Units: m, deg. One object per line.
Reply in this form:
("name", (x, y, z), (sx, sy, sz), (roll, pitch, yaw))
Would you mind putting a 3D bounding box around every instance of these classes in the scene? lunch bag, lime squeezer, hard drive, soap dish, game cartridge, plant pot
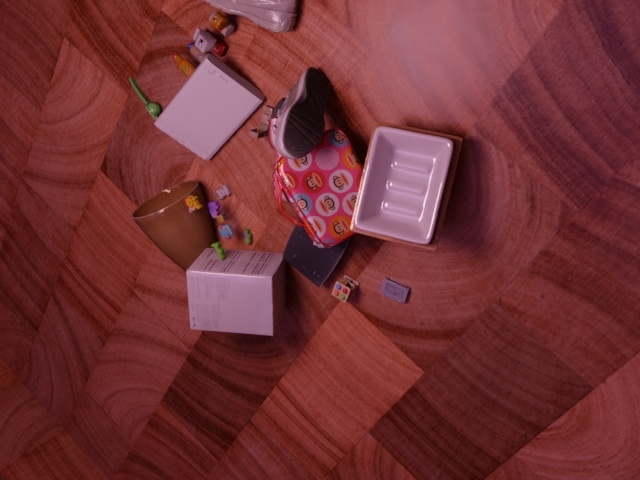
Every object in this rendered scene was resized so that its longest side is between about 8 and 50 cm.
("lunch bag", (0.009, -0.131, 1.850), (0.258, 0.120, 0.293), (-30, 93, -6))
("lime squeezer", (-0.516, -0.436, 2.188), (0.310, 0.059, 0.109), (22, 119, 25))
("hard drive", (0.000, 0.000, 2.021), (0.172, 0.054, 0.254), (39, 125, 15))
("soap dish", (0.220, -0.138, 1.728), (0.229, 0.118, 0.290), (14, 93, 16))
("game cartridge", (0.215, 0.145, 1.964), (0.083, 0.017, 0.056), (25, 116, 23))
("plant pot", (-0.446, -0.032, 2.214), (0.237, 0.237, 0.254), (-10, 118, 35))
("hard drive", (-0.338, -0.392, 2.044), (0.203, 0.040, 0.307), (34, 130, -21))

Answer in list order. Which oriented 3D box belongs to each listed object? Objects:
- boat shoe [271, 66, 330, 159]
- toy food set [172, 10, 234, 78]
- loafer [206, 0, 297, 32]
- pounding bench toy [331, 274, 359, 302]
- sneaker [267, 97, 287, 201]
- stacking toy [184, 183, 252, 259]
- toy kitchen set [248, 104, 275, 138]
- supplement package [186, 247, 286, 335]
("boat shoe", (-0.058, -0.328, 1.801), (0.118, 0.320, 0.103), (33, 139, -27))
("toy food set", (-0.340, -0.587, 1.980), (0.104, 0.111, 0.232), (46, 133, 11))
("loafer", (-0.203, -0.673, 1.872), (0.320, 0.112, 0.111), (25, 115, 14))
("pounding bench toy", (0.068, 0.158, 2.030), (0.052, 0.065, 0.083), (31, 122, 19))
("sneaker", (-0.063, -0.257, 1.949), (0.136, 0.116, 0.313), (7, 119, 19))
("stacking toy", (-0.315, -0.061, 2.131), (0.052, 0.167, 0.221), (-24, 94, 36))
("toy kitchen set", (-0.156, -0.341, 1.981), (0.068, 0.075, 0.083), (24, 118, 22))
("supplement package", (-0.253, 0.155, 2.104), (0.263, 0.198, 0.199), (4, 111, 8))
